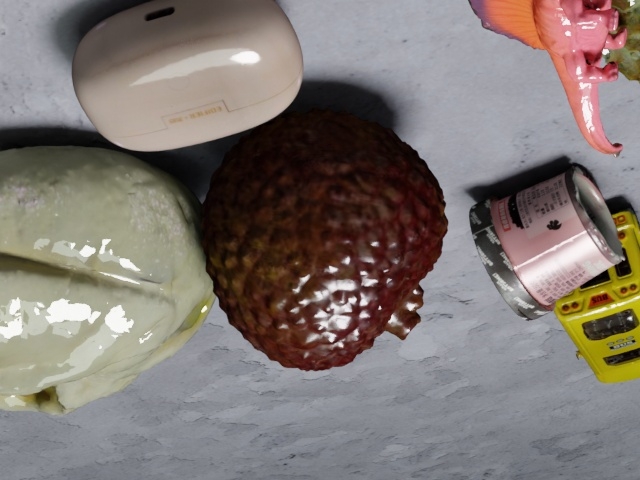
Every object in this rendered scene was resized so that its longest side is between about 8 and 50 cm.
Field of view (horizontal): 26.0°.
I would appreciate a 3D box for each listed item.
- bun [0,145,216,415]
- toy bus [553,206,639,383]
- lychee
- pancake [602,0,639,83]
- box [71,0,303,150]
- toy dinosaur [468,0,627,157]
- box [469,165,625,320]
[{"bbox_3d":[-0.278,0.060,1.441,0.365,0.219,0.365,-10,156,-4],"label":"bun"},{"bbox_3d":[0.375,0.084,1.788,0.145,0.151,0.331,-20,152,15],"label":"toy bus"},{"bbox_3d":[0.000,0.000,1.386,0.261,0.260,0.260,-8,154,-4],"label":"lychee"},{"bbox_3d":[0.370,-0.166,1.177,0.427,0.067,0.305,42,150,-14],"label":"pancake"},{"bbox_3d":[-0.115,-0.148,1.212,0.200,0.088,0.146,-14,145,9],"label":"box"},{"bbox_3d":[0.192,-0.174,1.194,0.139,0.070,0.286,10,145,18],"label":"toy dinosaur"},{"bbox_3d":[0.263,-0.004,1.584,0.135,0.151,0.151,-30,148,22],"label":"box"}]
